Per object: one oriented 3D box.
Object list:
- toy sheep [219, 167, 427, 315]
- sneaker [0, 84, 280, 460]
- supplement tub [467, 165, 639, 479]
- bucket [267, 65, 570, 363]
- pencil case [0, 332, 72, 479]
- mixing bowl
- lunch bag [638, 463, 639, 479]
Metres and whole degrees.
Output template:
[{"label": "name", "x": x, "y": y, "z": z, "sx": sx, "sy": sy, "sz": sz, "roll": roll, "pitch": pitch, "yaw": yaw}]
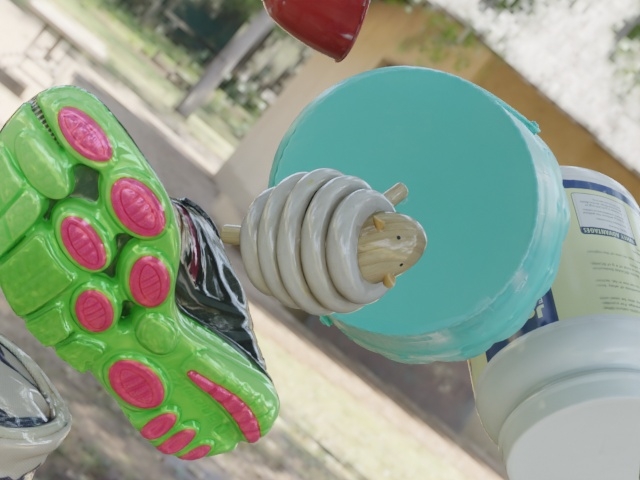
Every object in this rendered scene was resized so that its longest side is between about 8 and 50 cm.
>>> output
[{"label": "toy sheep", "x": 0.000, "y": 0.000, "z": 0.822, "sx": 0.132, "sy": 0.091, "sz": 0.091, "roll": -2, "pitch": -26, "yaw": 35}, {"label": "sneaker", "x": -0.190, "y": 0.028, "z": 1.432, "sx": 0.483, "sy": 0.185, "sz": 0.202, "roll": 67, "pitch": 4, "yaw": -45}, {"label": "supplement tub", "x": 0.275, "y": 0.103, "z": 1.616, "sx": 0.235, "sy": 0.235, "sz": 0.325, "roll": 39, "pitch": 31, "yaw": -38}, {"label": "bucket", "x": 0.090, "y": -0.024, "z": 1.354, "sx": 0.281, "sy": 0.281, "sz": 0.183, "roll": 41, "pitch": 2, "yaw": 15}, {"label": "pencil case", "x": -0.345, "y": 0.227, "z": 1.081, "sx": 0.183, "sy": 0.410, "sz": 0.160, "roll": 19, "pitch": 25, "yaw": -36}, {"label": "mixing bowl", "x": -0.008, "y": -0.291, "z": 1.583, "sx": 0.098, "sy": 0.182, "sz": 0.181, "roll": 10, "pitch": 10, "yaw": -13}, {"label": "lunch bag", "x": 0.333, "y": 0.056, "z": 0.922, "sx": 0.238, "sy": 0.328, "sz": 0.385, "roll": 8, "pitch": 7, "yaw": 26}]
